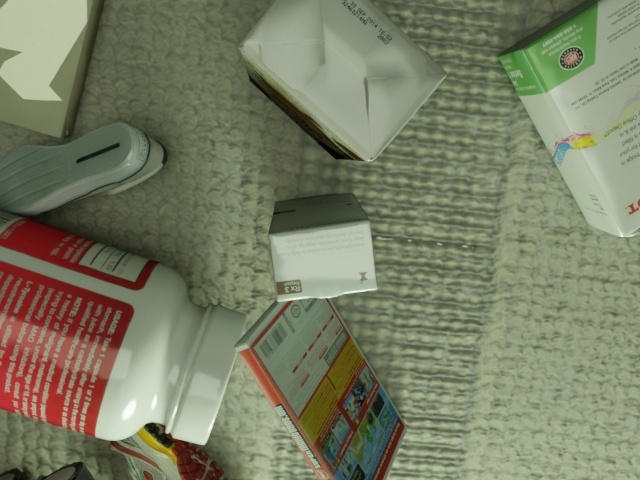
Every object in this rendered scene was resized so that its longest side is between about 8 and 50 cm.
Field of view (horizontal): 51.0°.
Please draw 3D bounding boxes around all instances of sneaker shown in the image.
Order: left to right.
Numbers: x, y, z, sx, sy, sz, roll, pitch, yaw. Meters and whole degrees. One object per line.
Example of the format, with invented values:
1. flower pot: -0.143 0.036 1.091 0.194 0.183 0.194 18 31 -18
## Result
1. sneaker: -0.318 -0.081 0.875 0.258 0.091 0.094 -10 76 21
2. sneaker: -0.209 0.331 0.945 0.225 0.088 0.093 46 106 18

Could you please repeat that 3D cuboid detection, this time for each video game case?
1. video game case: 0.013 0.201 0.891 0.025 0.204 0.285 -25 102 31

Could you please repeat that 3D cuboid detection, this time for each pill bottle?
1. pill bottle: -0.311 0.111 0.840 0.407 0.229 0.229 19 99 -6

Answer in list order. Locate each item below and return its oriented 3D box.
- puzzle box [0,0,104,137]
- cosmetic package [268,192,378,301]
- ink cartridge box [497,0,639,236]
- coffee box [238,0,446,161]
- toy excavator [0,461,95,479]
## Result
1. puzzle box: -0.402 -0.362 0.840 0.271 0.052 0.409 17 99 -5
2. cosmetic package: 0.000 0.000 0.831 0.117 0.231 0.086 -7 101 -1
3. ink cartridge box: 0.394 -0.175 0.872 0.201 0.117 0.278 -31 100 4
4. coffee box: 0.011 -0.186 0.764 0.168 0.297 0.119 40 93 -8
5. toy excavator: -0.372 0.475 0.744 0.432 0.445 0.223 -19 104 32
